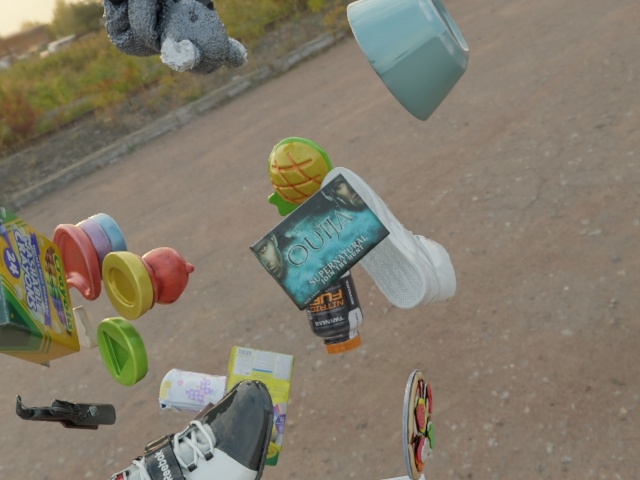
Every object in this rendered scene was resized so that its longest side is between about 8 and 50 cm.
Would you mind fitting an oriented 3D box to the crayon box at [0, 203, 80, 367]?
[{"bbox_3d":[-0.485,0.080,1.138,0.083,0.203,0.323,-17,-17,-4],"label":"crayon box"}]

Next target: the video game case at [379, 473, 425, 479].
[{"bbox_3d":[0.165,0.638,1.703,0.204,0.285,0.025,-11,52,6],"label":"video game case"}]

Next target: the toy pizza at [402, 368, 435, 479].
[{"bbox_3d":[0.184,0.338,1.284,0.032,0.201,0.201,-2,27,18],"label":"toy pizza"}]

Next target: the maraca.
[{"bbox_3d":[-0.041,-0.111,1.312,0.127,0.185,0.099,21,42,10],"label":"maraca"}]

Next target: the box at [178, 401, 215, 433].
[{"bbox_3d":[-0.259,0.525,1.620,0.168,0.167,0.203,32,52,21],"label":"box"}]

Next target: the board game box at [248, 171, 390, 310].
[{"bbox_3d":[0.000,0.000,1.073,0.186,0.126,0.026,-41,4,-17],"label":"board game box"}]

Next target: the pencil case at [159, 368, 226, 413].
[{"bbox_3d":[-0.283,0.408,1.837,0.273,0.113,0.124,4,14,13],"label":"pencil case"}]

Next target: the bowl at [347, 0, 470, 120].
[{"bbox_3d":[0.216,-0.437,1.552,0.163,0.311,0.311,-31,17,24],"label":"bowl"}]

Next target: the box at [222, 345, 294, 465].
[{"bbox_3d":[-0.107,0.269,1.140,0.105,0.179,0.043,13,-17,-16],"label":"box"}]

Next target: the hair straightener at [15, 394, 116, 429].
[{"bbox_3d":[-0.431,0.290,1.217,0.089,0.230,0.047,-20,62,16],"label":"hair straightener"}]

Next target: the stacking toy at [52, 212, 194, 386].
[{"bbox_3d":[-0.366,0.101,1.319,0.309,0.279,0.130,26,33,38],"label":"stacking toy"}]

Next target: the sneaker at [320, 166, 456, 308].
[{"bbox_3d":[0.121,0.000,1.238,0.108,0.292,0.169,-44,-27,24],"label":"sneaker"}]

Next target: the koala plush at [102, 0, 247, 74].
[{"bbox_3d":[-0.237,-0.358,1.183,0.196,0.221,0.203,-24,-29,-57],"label":"koala plush"}]

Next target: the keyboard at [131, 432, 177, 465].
[{"bbox_3d":[-0.237,0.436,1.132,0.202,0.317,0.033,22,31,21],"label":"keyboard"}]

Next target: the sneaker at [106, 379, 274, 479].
[{"bbox_3d":[-0.186,0.306,0.871,0.330,0.146,0.122,-57,33,3],"label":"sneaker"}]

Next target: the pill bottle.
[{"bbox_3d":[0.025,0.142,1.663,0.131,0.245,0.130,-16,3,1],"label":"pill bottle"}]
